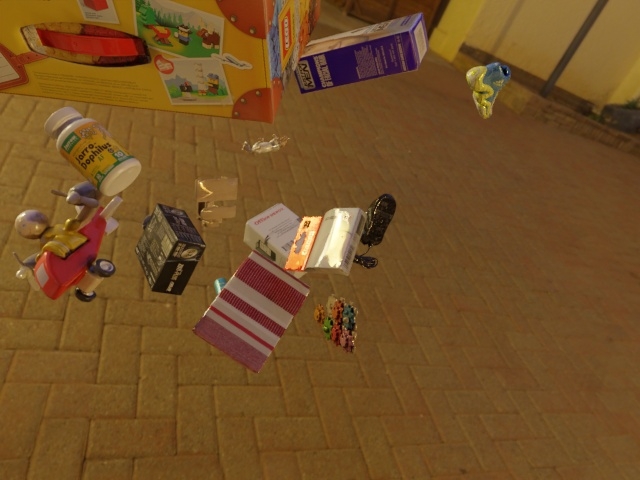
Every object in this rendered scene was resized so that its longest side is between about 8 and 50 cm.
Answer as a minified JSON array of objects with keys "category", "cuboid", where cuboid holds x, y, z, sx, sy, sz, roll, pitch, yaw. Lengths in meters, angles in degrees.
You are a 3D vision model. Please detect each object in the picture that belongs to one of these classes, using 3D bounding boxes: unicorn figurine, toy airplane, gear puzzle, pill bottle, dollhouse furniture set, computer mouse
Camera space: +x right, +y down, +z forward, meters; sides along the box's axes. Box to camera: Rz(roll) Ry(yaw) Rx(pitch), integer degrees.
[{"category":"unicorn figurine","cuboid":[-0.189,-0.309,1.545,0.162,0.060,0.111,4,-7,-15]},{"category":"toy airplane","cuboid":[-0.751,-0.024,1.413,0.273,0.385,0.385,30,-17,-31]},{"category":"gear puzzle","cuboid":[0.040,0.288,1.729,0.044,0.175,0.339,3,3,-23]},{"category":"pill bottle","cuboid":[-0.548,-0.216,1.136,0.208,0.117,0.117,44,29,-2]},{"category":"dollhouse furniture set","cuboid":[-0.321,-0.106,1.269,0.151,0.143,0.123,19,20,40]},{"category":"computer mouse","cuboid":[0.141,-0.042,1.563,0.184,0.261,0.060,11,11,-36]}]

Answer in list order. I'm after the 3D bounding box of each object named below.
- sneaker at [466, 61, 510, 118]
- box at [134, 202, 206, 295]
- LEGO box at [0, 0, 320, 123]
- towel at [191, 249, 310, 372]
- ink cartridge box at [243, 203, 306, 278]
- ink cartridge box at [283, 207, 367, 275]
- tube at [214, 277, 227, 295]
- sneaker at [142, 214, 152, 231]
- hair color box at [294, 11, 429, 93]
[{"category":"sneaker","cuboid":[0.553,-0.481,1.516,0.240,0.126,0.091,28,45,-59]},{"category":"box","cuboid":[-0.366,0.020,1.145,0.078,0.147,0.180,16,20,-42]},{"category":"LEGO box","cuboid":[-0.274,-0.387,0.738,0.501,0.193,0.372,8,48,7]},{"category":"towel","cuboid":[-0.206,0.215,1.477,0.237,0.037,0.329,35,61,-2]},{"category":"ink cartridge box","cuboid":[-0.141,0.004,1.944,0.289,0.121,0.211,40,48,20]},{"category":"ink cartridge box","cuboid":[0.000,0.000,1.329,0.233,0.188,0.066,4,-26,33]},{"category":"tube","cuboid":[-0.362,0.225,1.830,0.080,0.052,0.207,-15,38,-18]},{"category":"sneaker","cuboid":[-0.768,-0.039,2.134,0.054,0.152,0.061,1,2,-4]},{"category":"hair color box","cuboid":[0.108,-0.512,1.299,0.339,0.110,0.185,-5,35,27]}]
